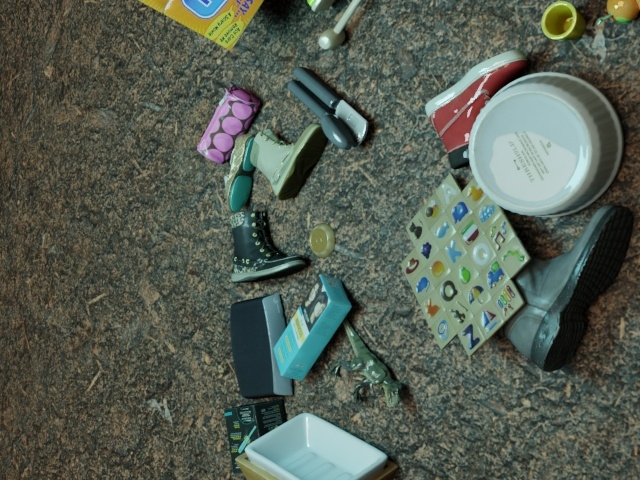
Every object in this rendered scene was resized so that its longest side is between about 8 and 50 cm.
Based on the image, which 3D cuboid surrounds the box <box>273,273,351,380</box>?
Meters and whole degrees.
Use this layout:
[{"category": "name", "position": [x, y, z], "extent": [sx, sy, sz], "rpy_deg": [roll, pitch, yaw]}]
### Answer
[{"category": "box", "position": [-0.022, 0.205, 1.938], "extent": [0.244, 0.060, 0.100], "rpy_deg": [-59, 31, 26]}]

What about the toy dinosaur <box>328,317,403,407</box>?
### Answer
[{"category": "toy dinosaur", "position": [0.090, 0.289, 1.862], "extent": [0.118, 0.064, 0.268], "rpy_deg": [-51, 54, 19]}]

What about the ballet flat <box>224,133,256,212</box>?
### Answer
[{"category": "ballet flat", "position": [-0.208, -0.175, 2.126], "extent": [0.067, 0.073, 0.206], "rpy_deg": [21, 95, 40]}]

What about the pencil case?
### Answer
[{"category": "pencil case", "position": [-0.243, -0.296, 2.136], "extent": [0.095, 0.098, 0.209], "rpy_deg": [49, 121, 31]}]

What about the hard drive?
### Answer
[{"category": "hard drive", "position": [-0.155, 0.269, 2.086], "extent": [0.172, 0.054, 0.254], "rpy_deg": [-14, 81, 41]}]

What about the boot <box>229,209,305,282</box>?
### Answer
[{"category": "boot", "position": [-0.142, 0.007, 2.054], "extent": [0.236, 0.085, 0.178], "rpy_deg": [-14, 79, 42]}]

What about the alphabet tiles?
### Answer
[{"category": "alphabet tiles", "position": [0.278, 0.043, 1.652], "extent": [0.285, 0.011, 0.342], "rpy_deg": [-54, 42, 35]}]

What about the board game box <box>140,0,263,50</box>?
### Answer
[{"category": "board game box", "position": [-0.266, -0.734, 1.896], "extent": [0.356, 0.356, 0.356], "rpy_deg": [-50, 28, 31]}]

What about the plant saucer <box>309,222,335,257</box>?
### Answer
[{"category": "plant saucer", "position": [0.000, 0.000, 1.970], "extent": [0.083, 0.015, 0.083], "rpy_deg": [0, 90, 42]}]

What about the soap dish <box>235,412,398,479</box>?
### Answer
[{"category": "soap dish", "position": [-0.009, 0.515, 1.851], "extent": [0.291, 0.229, 0.118], "rpy_deg": [17, 118, 41]}]

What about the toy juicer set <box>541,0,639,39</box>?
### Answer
[{"category": "toy juicer set", "position": [0.490, -0.530, 1.469], "extent": [0.209, 0.089, 0.329], "rpy_deg": [-2, 88, 43]}]

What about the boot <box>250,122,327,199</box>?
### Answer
[{"category": "boot", "position": [-0.083, -0.227, 2.008], "extent": [0.165, 0.077, 0.213], "rpy_deg": [51, 122, 33]}]

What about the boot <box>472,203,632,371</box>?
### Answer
[{"category": "boot", "position": [0.408, 0.051, 1.538], "extent": [0.223, 0.118, 0.338], "rpy_deg": [39, 108, 45]}]

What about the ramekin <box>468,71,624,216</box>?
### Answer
[{"category": "ramekin", "position": [0.392, -0.166, 1.489], "extent": [0.273, 0.127, 0.272], "rpy_deg": [7, 104, 28]}]

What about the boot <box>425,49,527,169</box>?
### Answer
[{"category": "boot", "position": [0.329, -0.245, 1.625], "extent": [0.244, 0.088, 0.176], "rpy_deg": [-36, 68, 44]}]

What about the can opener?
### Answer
[{"category": "can opener", "position": [0.011, -0.310, 1.915], "extent": [0.280, 0.093, 0.074], "rpy_deg": [50, 122, 36]}]

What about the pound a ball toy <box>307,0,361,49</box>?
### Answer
[{"category": "pound a ball toy", "position": [0.057, -0.615, 1.862], "extent": [0.208, 0.136, 0.319], "rpy_deg": [44, 121, 4]}]

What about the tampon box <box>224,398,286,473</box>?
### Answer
[{"category": "tampon box", "position": [-0.153, 0.484, 2.053], "extent": [0.120, 0.101, 0.161], "rpy_deg": [-17, 80, 42]}]
